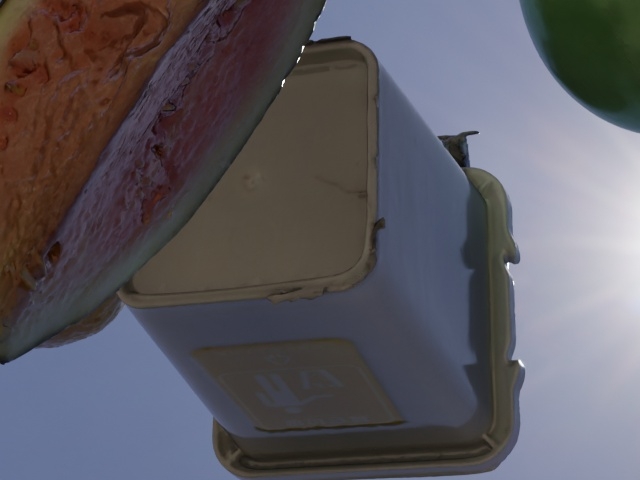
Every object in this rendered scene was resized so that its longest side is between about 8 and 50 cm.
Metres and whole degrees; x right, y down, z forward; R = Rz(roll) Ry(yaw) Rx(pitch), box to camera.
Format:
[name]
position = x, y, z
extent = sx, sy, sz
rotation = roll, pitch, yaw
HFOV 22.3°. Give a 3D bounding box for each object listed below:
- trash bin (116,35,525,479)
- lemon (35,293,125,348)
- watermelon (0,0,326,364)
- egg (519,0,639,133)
[trash bin]
position = 0.000, 0.000, 1.187
extent = 0.256, 0.367, 0.296
rotation = -4, -113, 16
[lemon]
position = -0.246, -0.009, 1.367
extent = 0.188, 0.188, 0.256
rotation = -48, -140, 8
[watermelon]
position = -0.038, -0.045, 0.431
extent = 0.163, 0.069, 0.087
rotation = -54, -140, 4
[egg]
position = 0.243, -0.204, 1.103
extent = 0.220, 0.220, 0.269
rotation = 13, -68, 30
